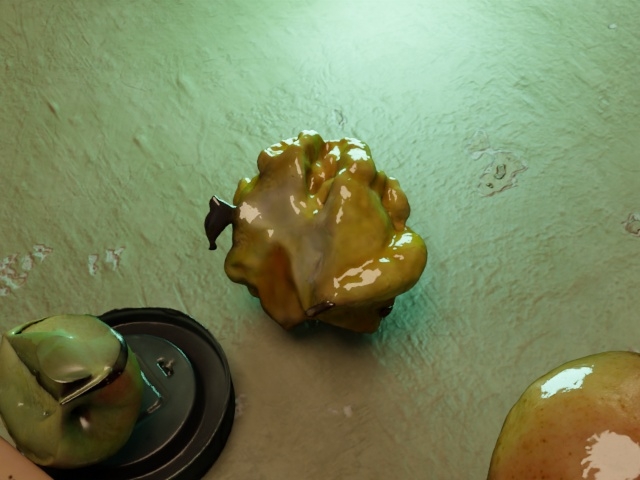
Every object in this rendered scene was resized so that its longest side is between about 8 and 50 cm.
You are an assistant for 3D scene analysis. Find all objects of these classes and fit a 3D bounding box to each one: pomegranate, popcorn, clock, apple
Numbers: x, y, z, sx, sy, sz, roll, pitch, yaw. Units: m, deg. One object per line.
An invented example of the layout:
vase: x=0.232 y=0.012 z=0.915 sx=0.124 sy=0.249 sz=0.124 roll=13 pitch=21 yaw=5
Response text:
pomegranate: x=0.362 y=0.292 z=1.463 sx=0.338 sy=0.338 sz=0.338 roll=-7 pitch=51 yaw=9
popcorn: x=0.000 y=0.000 z=1.858 sx=0.297 sy=0.281 sz=0.316 roll=-36 pitch=76 yaw=31
clock: x=-0.282 y=0.243 z=1.833 sx=0.325 sy=0.067 sz=0.325 roll=-7 pitch=52 yaw=9
apple: x=-0.343 y=0.203 z=1.728 sx=0.188 sy=0.174 sz=0.207 roll=33 pitch=93 yaw=48

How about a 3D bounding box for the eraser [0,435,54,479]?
eraser: x=-0.382 y=0.392 z=1.678 sx=0.290 sy=0.171 sz=0.087 roll=30 pitch=34 yaw=32
